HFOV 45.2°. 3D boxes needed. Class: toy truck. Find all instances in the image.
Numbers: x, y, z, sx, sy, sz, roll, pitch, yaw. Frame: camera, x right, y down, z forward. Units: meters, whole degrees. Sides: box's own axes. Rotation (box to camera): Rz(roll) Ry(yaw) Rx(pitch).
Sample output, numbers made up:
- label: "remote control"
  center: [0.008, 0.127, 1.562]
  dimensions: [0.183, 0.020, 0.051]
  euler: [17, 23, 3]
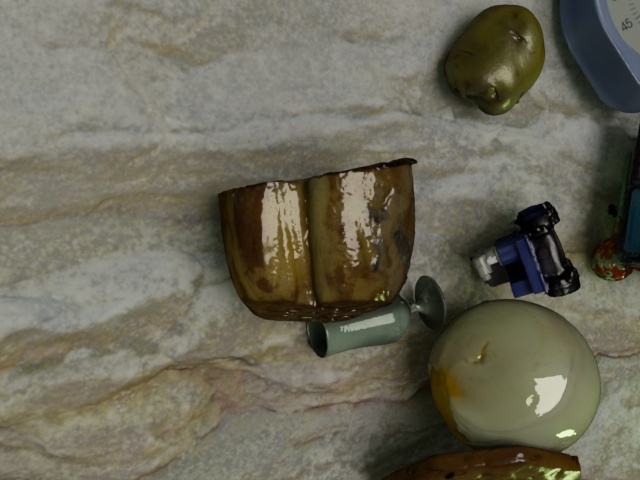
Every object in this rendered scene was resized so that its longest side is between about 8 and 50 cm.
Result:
- label: "toy truck"
  center: [0.367, 0.032, 1.412]
  dimensions: [0.177, 0.213, 0.161]
  euler: [-20, 93, 14]

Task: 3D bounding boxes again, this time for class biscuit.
- label: "biscuit"
  center: [0.278, 0.429, 1.336]
  dimensions: [0.359, 0.359, 0.046]
  euler: [17, 53, -27]

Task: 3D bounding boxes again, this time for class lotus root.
- label: "lotus root"
  center: [0.000, 0.000, 1.151]
  dimensions: [0.316, 0.316, 0.250]
  euler: [-2, 84, -27]

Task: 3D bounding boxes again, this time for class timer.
- label: "timer"
  center: [0.646, -0.474, 1.490]
  dimensions: [0.395, 0.173, 0.395]
  euler: [1, 86, -15]

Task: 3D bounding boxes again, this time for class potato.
- label: "potato"
  center: [0.318, -0.327, 1.388]
  dimensions: [0.154, 0.137, 0.200]
  euler: [36, 79, -24]

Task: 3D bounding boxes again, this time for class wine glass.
- label: "wine glass"
  center: [0.094, 0.133, 1.329]
  dimensions: [0.231, 0.103, 0.103]
  euler: [-12, 99, -21]

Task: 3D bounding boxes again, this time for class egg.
- label: "egg"
  center: [0.350, 0.251, 1.368]
  dimensions: [0.345, 0.283, 0.283]
  euler: [32, 78, -49]

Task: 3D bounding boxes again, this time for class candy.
- label: "candy"
  center: [0.627, -0.053, 1.607]
  dimensions: [0.078, 0.084, 0.288]
  euler: [23, 76, -35]

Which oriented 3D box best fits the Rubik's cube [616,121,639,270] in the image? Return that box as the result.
- label: "Rubik's cube"
  center: [0.806, -0.068, 1.499]
  dimensions: [0.316, 0.318, 0.313]
  euler: [17, 82, -44]
